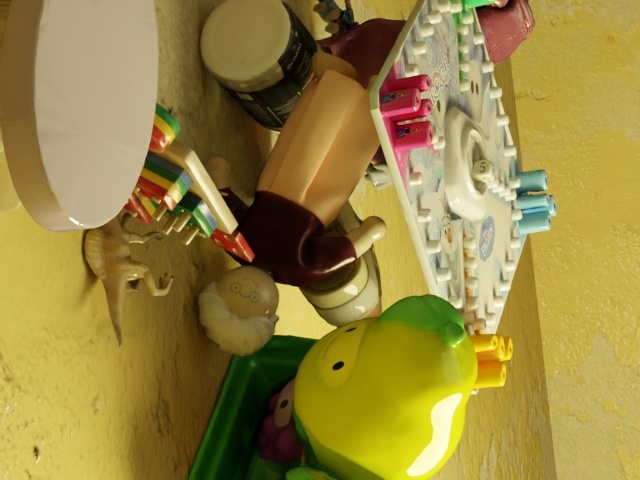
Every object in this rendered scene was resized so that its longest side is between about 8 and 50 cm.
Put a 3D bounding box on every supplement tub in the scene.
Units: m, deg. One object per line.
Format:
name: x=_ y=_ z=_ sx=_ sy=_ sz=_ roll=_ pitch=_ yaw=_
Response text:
supplement tub: x=-0.053 y=-0.198 z=1.758 sx=0.190 sy=0.117 sz=0.117 roll=45 pitch=42 yaw=-63

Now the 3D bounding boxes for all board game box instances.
board game box: x=0.179 y=-0.090 z=1.750 sx=0.390 sy=0.050 sz=0.390 roll=-63 pitch=140 yaw=-52

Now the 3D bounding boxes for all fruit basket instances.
fruit basket: x=0.014 y=0.204 z=1.555 sx=0.392 sy=0.283 sz=0.392 roll=6 pitch=90 yaw=-81

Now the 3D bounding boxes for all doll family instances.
doll family: x=0.028 y=-0.251 z=2.064 sx=0.111 sy=0.076 sz=0.193 roll=35 pitch=65 yaw=-42

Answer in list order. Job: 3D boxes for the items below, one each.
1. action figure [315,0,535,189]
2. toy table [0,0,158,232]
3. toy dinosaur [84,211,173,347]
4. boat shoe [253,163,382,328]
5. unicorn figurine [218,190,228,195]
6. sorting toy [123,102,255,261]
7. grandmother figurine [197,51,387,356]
action figure: x=0.167 y=-0.252 z=1.954 sx=0.276 sy=0.370 sz=0.248 roll=40 pitch=-18 yaw=40
toy table: x=-0.231 y=-0.118 z=1.116 sx=0.274 sy=0.161 sz=0.252 roll=-73 pitch=151 yaw=-52
toy dinosaur: x=-0.186 y=0.027 z=1.411 sx=0.092 sy=0.053 sz=0.183 roll=25 pitch=51 yaw=-52
boat shoe: x=0.000 y=0.000 z=1.781 sx=0.302 sy=0.113 sz=0.103 roll=-105 pitch=168 yaw=-50
unicorn figurine: x=-0.171 y=-0.099 z=1.439 sx=0.162 sy=0.060 sz=0.111 roll=22 pitch=46 yaw=-49
sorting toy: x=-0.150 y=-0.049 z=1.331 sx=0.046 sy=0.132 sz=0.274 roll=-55 pitch=152 yaw=-16
grandmother figurine: x=-0.036 y=-0.034 z=1.639 sx=0.342 sy=0.208 sz=0.104 roll=-65 pitch=161 yaw=-15
